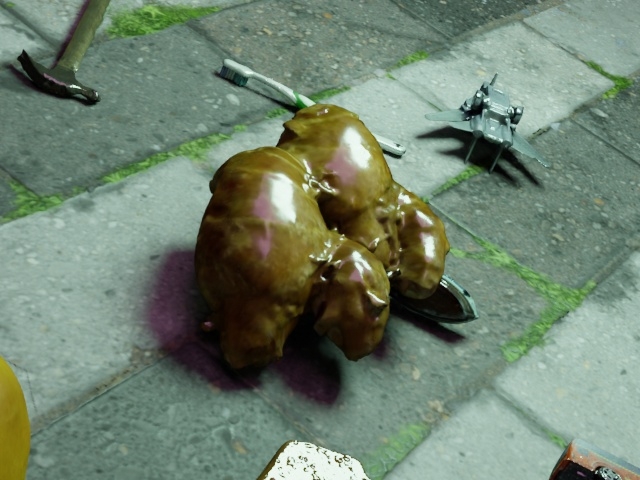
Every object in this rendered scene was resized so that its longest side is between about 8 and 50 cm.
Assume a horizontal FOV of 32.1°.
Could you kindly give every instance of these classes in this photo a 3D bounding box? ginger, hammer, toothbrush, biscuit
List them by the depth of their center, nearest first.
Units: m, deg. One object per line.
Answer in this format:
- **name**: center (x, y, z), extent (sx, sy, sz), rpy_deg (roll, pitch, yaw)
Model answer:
- **biscuit**: center (0.024, 0.288, 1.044), extent (0.215, 0.034, 0.182), rpy_deg (34, 37, 10)
- **ginger**: center (-0.009, 0.004, 1.279), extent (0.274, 0.152, 0.357), rpy_deg (48, 50, 5)
- **hammer**: center (-0.341, -0.289, 1.591), extent (0.125, 0.027, 0.297), rpy_deg (22, 35, -10)
- **toothbrush**: center (-0.010, -0.197, 1.658), extent (0.304, 0.030, 0.030), rpy_deg (25, 35, 1)

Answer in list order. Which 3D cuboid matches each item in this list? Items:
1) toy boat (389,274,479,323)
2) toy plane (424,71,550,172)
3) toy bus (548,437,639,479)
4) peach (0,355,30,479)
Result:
- **toy boat**: center (0.134, 0.064, 1.385), extent (0.140, 0.059, 0.066), rpy_deg (27, 9, 8)
- **toy plane**: center (0.275, -0.215, 1.791), extent (0.212, 0.088, 0.267), rpy_deg (21, 35, -4)
- **toy bus**: center (0.341, 0.285, 1.208), extent (0.192, 0.065, 0.077), rpy_deg (27, 24, 4)
- **peach**: center (-0.349, 0.168, 0.798), extent (0.289, 0.289, 0.308), rpy_deg (25, -3, 2)
